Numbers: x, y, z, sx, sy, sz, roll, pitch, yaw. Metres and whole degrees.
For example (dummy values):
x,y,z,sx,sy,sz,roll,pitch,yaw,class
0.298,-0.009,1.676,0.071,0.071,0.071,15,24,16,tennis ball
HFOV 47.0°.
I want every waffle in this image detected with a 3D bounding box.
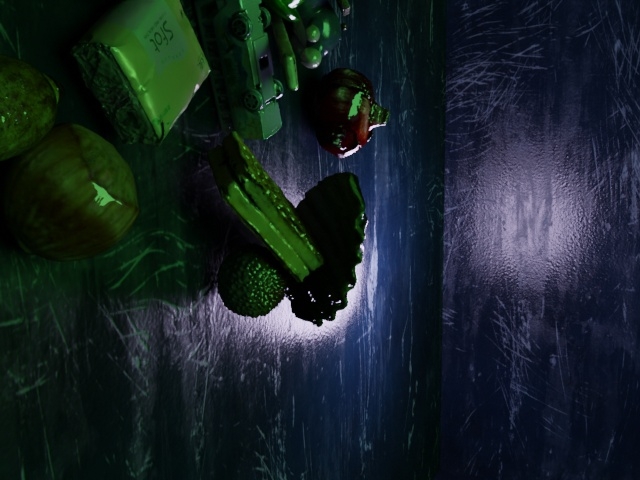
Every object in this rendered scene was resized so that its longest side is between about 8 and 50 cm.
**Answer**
x,y,z,sx,sy,sz,roll,pitch,yaw,class
-0.118,-0.068,1.608,0.308,0.091,0.213,50,8,-35,waffle

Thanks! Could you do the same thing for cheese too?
x,y,z,sx,sy,sz,roll,pitch,yaw,class
-0.090,-0.459,1.666,0.400,0.034,0.085,-106,-174,-53,cheese

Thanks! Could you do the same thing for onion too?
x,y,z,sx,sy,sz,roll,pitch,yaw,class
0.084,-0.358,2.053,0.252,0.219,0.252,9,90,-73,onion

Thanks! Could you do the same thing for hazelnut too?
x,y,z,sx,sy,sz,roll,pitch,yaw,class
-0.387,-0.066,1.131,0.214,0.176,0.215,-4,99,-27,hazelnut

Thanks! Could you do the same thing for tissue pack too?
x,y,z,sx,sy,sz,roll,pitch,yaw,class
-0.313,-0.320,1.311,0.257,0.122,0.215,-72,151,-44,tissue pack

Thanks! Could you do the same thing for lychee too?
x,y,z,sx,sy,sz,roll,pitch,yaw,class
-0.155,0.095,1.663,0.197,0.165,0.165,99,7,-64,lychee

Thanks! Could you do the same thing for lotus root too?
x,y,z,sx,sy,sz,roll,pitch,yaw,class
-0.450,-0.181,1.003,0.145,0.128,0.260,49,37,-1,lotus root

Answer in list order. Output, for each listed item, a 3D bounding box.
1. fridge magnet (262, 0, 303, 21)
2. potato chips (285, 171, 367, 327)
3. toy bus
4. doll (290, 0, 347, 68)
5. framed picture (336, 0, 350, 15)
x,y,z,sx,sy,sz,roll,pitch,yaw,class
-0.108,-0.576,1.632,0.208,0.088,0.208,51,14,-17,fridge magnet
0.000,0.000,1.734,0.070,0.429,0.359,17,110,-25,potato chips
-0.172,-0.386,1.586,0.109,0.135,0.330,-48,135,-53,toy bus
-0.041,-0.580,1.825,0.258,0.154,0.228,59,8,-29,doll
-0.003,-0.710,1.821,0.232,0.024,0.315,-86,151,-76,framed picture
